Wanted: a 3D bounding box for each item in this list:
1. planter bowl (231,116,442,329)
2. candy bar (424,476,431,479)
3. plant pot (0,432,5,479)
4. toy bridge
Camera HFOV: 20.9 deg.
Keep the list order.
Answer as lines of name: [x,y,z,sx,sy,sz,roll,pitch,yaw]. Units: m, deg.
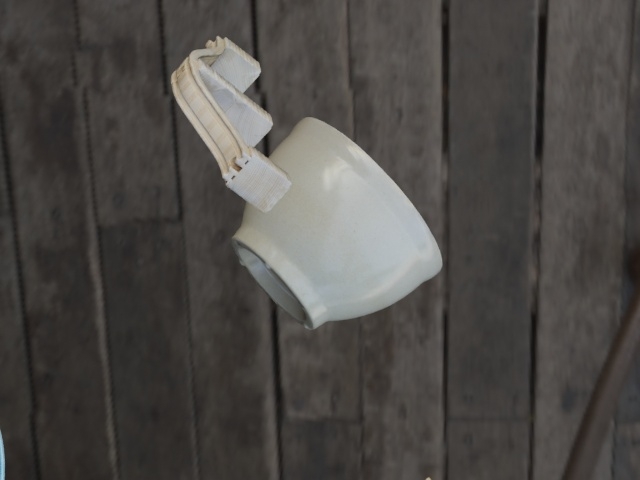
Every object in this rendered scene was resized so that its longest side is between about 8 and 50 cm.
planter bowl: [0.000,0.000,1.354,0.109,0.162,0.162,-42,109,-12]
candy bar: [0.059,0.234,1.120,0.018,0.040,0.161,11,108,23]
plant pot: [-0.479,0.211,1.598,0.255,0.272,0.271,12,123,37]
toy bridge: [-0.058,-0.081,1.019,0.063,0.188,0.026,37,107,-24]
